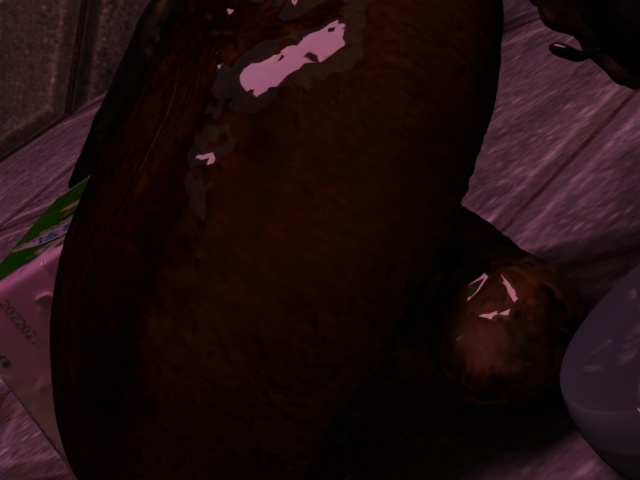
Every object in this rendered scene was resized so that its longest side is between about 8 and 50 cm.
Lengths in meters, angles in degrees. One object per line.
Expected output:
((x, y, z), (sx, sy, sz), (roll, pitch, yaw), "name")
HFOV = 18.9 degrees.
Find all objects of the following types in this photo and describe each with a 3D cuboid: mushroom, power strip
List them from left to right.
((-0.021, -0.012, 0.999), (0.345, 0.239, 0.345), (-34, 21, 15), "mushroom")
((0.188, 0.021, 0.834), (0.216, 0.044, 0.137), (-40, 13, -17), "power strip")

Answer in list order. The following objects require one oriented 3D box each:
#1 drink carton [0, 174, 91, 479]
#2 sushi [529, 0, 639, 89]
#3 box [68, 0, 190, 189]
((-0.119, 0.044, 1.263), (0.108, 0.161, 0.271), (-32, 11, 17), "drink carton")
((0.139, -0.133, 0.977), (0.100, 0.296, 0.373), (-47, 12, 2), "sushi")
((-0.051, -0.179, 1.727), (0.359, 0.091, 0.350), (-36, -11, -37), "box")
